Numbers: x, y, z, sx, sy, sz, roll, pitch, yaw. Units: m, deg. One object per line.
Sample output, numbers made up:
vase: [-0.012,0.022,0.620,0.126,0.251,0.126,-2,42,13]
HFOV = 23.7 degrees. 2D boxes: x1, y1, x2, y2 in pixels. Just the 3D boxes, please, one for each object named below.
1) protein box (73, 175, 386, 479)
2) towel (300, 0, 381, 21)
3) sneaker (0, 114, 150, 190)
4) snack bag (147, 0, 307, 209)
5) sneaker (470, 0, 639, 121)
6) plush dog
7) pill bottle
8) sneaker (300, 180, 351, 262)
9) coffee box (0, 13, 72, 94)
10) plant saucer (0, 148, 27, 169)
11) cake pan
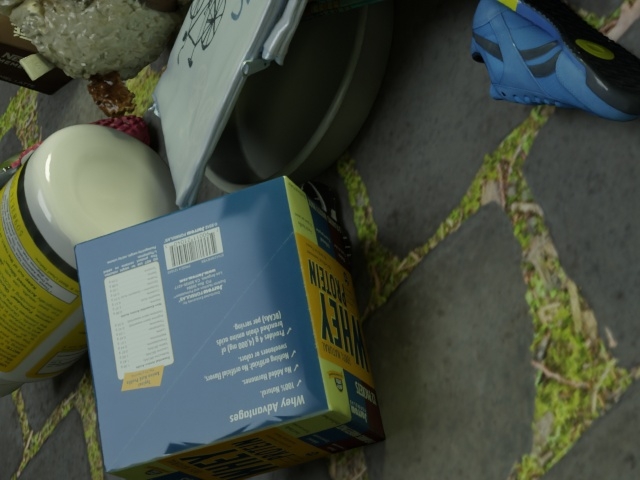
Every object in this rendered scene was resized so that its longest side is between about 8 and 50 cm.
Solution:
protein box: [-0.076,0.085,1.271,0.200,0.136,0.201,-18,68,15]
towel: [0.118,-0.326,1.272,0.370,0.040,0.271,-6,62,50]
sneaker: [-0.302,-0.057,1.772,0.299,0.121,0.112,-27,90,35]
snack bag: [-0.070,-0.218,1.396,0.342,0.037,0.323,-64,20,18]
sneaker: [0.177,-0.125,1.152,0.209,0.069,0.082,52,126,51]
plush dog: [-0.195,-0.273,1.579,0.225,0.262,0.210,-48,52,29]
pill bottle: [-0.299,0.036,1.650,0.334,0.188,0.188,-40,47,39]
sneaker: [0.000,0.000,1.382,0.043,0.040,0.109,119,150,-47]
coffee box: [-0.373,-0.328,1.933,0.098,0.141,0.246,-24,60,48]
plant saucer: [-0.399,-0.007,1.940,0.241,0.037,0.241,-24,60,48]
cake pan: [-0.028,-0.180,1.468,0.293,0.054,0.293,-25,58,49]
